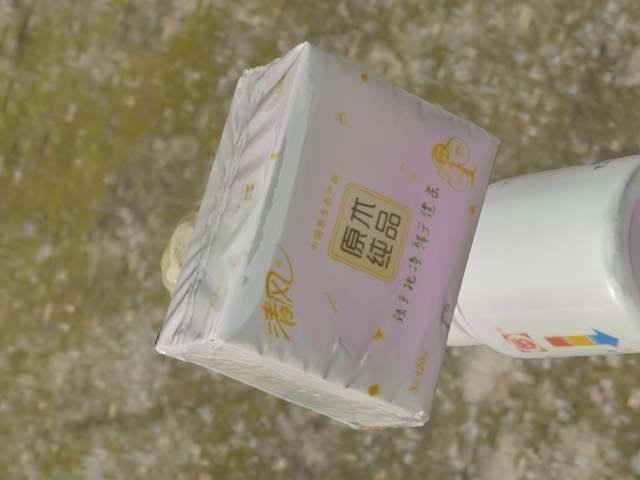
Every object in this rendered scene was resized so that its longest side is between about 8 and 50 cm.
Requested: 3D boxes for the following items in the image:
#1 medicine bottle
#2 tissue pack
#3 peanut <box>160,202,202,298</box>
[{"bbox_3d":[0.212,0.021,1.539,0.293,0.170,0.170,-10,68,51],"label":"medicine bottle"},{"bbox_3d":[0.010,0.002,1.246,0.124,0.185,0.225,-13,58,61],"label":"tissue pack"},{"bbox_3d":[-0.001,-0.003,1.816,0.174,0.340,0.158,-138,27,-80],"label":"peanut"}]
